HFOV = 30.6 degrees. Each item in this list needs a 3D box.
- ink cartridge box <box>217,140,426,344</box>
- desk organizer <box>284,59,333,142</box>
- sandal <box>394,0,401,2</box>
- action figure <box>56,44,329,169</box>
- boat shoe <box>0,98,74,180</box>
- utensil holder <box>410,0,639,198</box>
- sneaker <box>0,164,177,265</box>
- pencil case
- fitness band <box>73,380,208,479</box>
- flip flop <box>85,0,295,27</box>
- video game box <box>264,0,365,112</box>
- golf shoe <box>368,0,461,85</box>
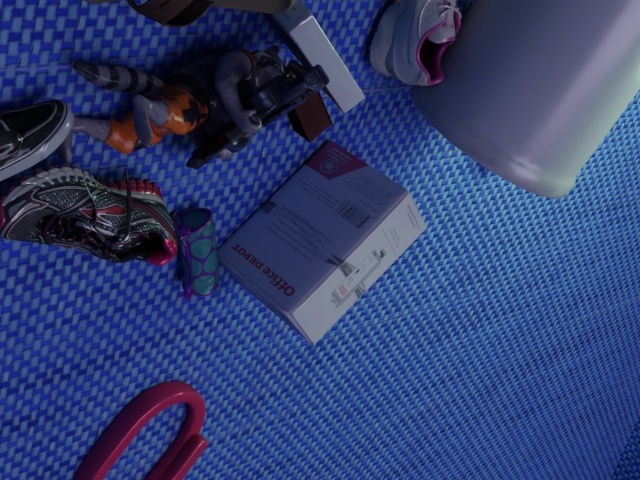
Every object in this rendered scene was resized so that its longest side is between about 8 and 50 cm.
[{"bbox_3d":[0.000,0.000,1.940,0.283,0.207,0.117,-45,142,-10],"label":"ink cartridge box"},{"bbox_3d":[-0.028,-0.220,1.861,0.050,0.047,0.130,-41,143,-12],"label":"desk organizer"},{"bbox_3d":[0.089,-0.481,1.770,0.079,0.088,0.240,-2,119,-11],"label":"sandal"},{"bbox_3d":[-0.154,-0.207,1.591,0.330,0.178,0.341,-25,180,-44],"label":"action figure"},{"bbox_3d":[-0.408,-0.121,1.461,0.219,0.078,0.070,-37,143,-20],"label":"boat shoe"},{"bbox_3d":[0.390,-0.316,1.952,0.328,0.327,0.385,5,126,-51],"label":"utensil holder"},{"bbox_3d":[-0.316,-0.027,1.609,0.299,0.112,0.121,0,143,-47],"label":"sneaker"},{"bbox_3d":[-0.197,0.019,1.855,0.070,0.064,0.151,-46,147,-38],"label":"pencil case"},{"bbox_3d":[-0.310,0.376,2.045,0.291,0.054,0.209,-53,142,-2],"label":"fitness band"},{"bbox_3d":[-0.168,-0.309,1.480,0.277,0.080,0.112,5,163,-9],"label":"flip flop"},{"bbox_3d":[-0.033,-0.300,1.665,0.048,0.187,0.205,-36,144,3],"label":"video game box"},{"bbox_3d":[0.185,-0.392,1.880,0.115,0.140,0.306,-9,124,-43],"label":"golf shoe"}]
